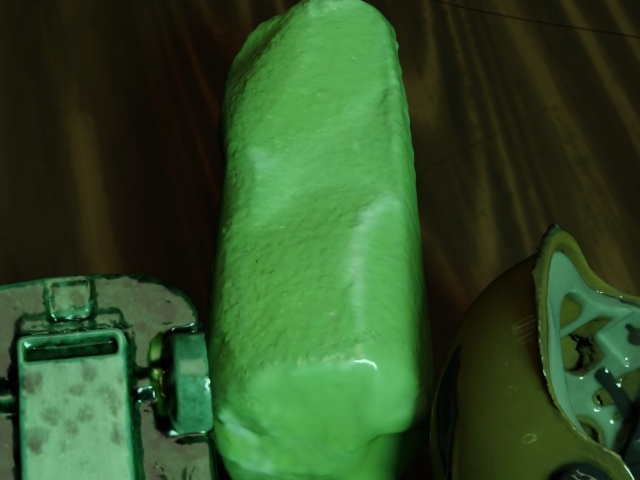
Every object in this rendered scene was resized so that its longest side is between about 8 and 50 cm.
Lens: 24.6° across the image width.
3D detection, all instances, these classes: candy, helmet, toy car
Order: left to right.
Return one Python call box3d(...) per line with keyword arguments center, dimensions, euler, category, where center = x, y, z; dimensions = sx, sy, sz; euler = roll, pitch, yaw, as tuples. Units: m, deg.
box3d(center=(-0.114, 0.169, 0.721), dimensions=(0.136, 0.125, 0.305), euler=(-5, 66, -7), category="toy car")
box3d(center=(0.000, 0.000, 0.889), dimensions=(0.132, 0.142, 0.343), euler=(-14, 45, 14), category="candy")
box3d(center=(0.129, 0.116, 0.763), dimensions=(0.224, 0.130, 0.198), euler=(54, 23, -8), category="helmet")
